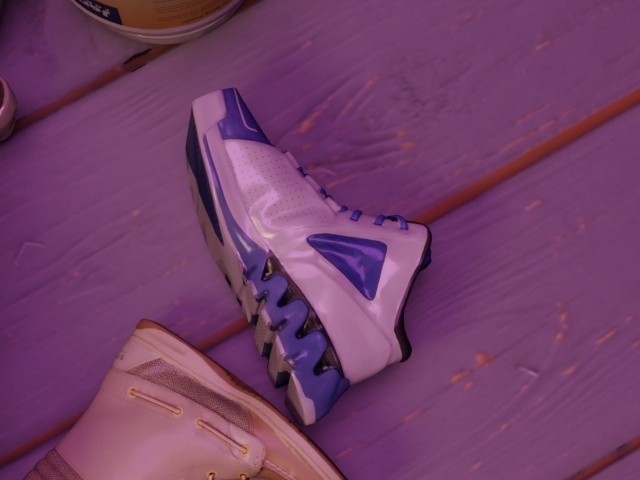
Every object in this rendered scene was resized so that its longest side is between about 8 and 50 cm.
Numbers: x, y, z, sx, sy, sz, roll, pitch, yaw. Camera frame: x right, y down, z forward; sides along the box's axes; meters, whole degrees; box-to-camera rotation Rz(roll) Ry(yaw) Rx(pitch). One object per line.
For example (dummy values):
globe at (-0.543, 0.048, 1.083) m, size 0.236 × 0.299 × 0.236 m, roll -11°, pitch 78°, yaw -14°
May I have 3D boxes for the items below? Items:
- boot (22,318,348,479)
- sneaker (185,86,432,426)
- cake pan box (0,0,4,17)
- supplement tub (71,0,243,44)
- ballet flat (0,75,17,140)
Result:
boot at (-0.117, 0.222, 1.362) m, size 0.262 × 0.095 × 0.203 m, roll 36°, pitch 79°, yaw 8°
sneaker at (0.001, 0.001, 1.410) m, size 0.182 × 0.127 × 0.316 m, roll -20°, pitch 76°, yaw -16°
cake pan box at (-0.406, -0.333, 1.441) m, size 0.266 × 0.070 × 0.246 m, roll 15°, pitch 93°, yaw -5°
supplement tub at (-0.156, -0.321, 1.368) m, size 0.228 × 0.316 × 0.228 m, roll 0°, pitch 77°, yaw -1°
ballet flat at (-0.408, -0.142, 1.448) m, size 0.248 × 0.086 × 0.086 m, roll 13°, pitch 78°, yaw 8°
